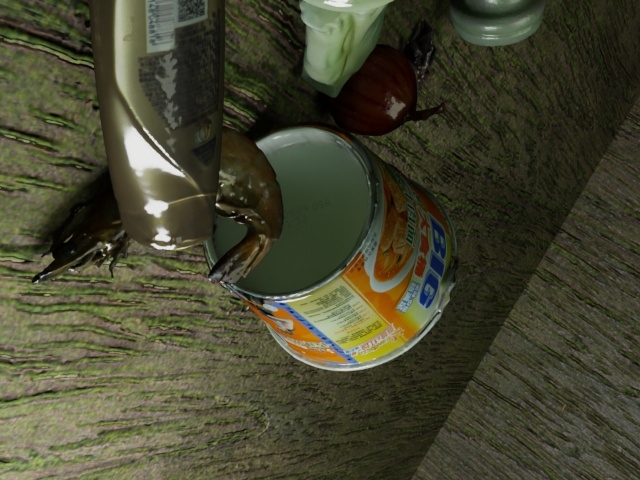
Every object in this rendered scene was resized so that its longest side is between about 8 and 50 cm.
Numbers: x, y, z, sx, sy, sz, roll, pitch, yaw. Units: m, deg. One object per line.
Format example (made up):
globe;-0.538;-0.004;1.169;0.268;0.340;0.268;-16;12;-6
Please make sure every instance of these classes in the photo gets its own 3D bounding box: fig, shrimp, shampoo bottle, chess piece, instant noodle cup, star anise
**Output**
fig;0.084;-0.198;1.258;0.128;0.150;0.128;-178;-90;-89
shrimp;-0.157;-0.005;1.009;0.296;0.169;0.058;-40;-172;-28
shampoo bottle;-0.142;-0.146;0.856;0.125;0.084;0.350;-30;137;-37
chess piece;0.035;-0.283;1.050;0.176;0.176;0.298;-53;170;-10
instant noodle cup;0.000;0.000;1.176;0.296;0.296;0.214;-56;147;-4
star anise;0.132;-0.249;1.390;0.141;0.042;0.141;-43;154;-27
chess piece;0.243;-0.418;1.321;0.139;0.139;0.271;-44;142;-28
